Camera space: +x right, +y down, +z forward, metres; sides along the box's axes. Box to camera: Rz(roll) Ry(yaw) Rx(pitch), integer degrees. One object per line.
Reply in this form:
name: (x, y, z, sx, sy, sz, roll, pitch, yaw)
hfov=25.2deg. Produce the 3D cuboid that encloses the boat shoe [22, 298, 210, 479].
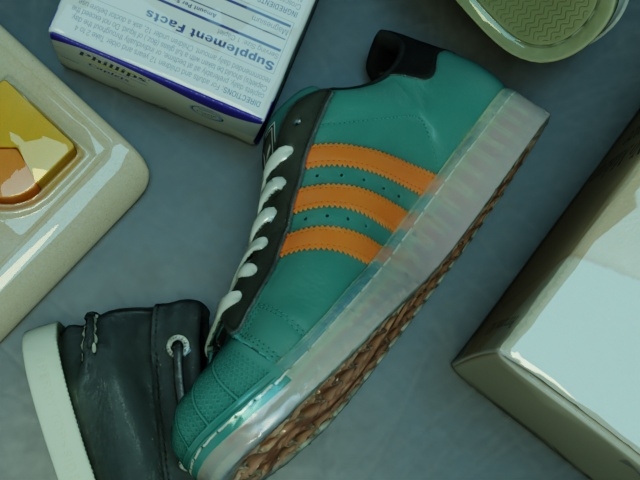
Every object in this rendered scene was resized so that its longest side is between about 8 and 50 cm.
boat shoe: (-0.045, 0.185, 0.728, 0.113, 0.127, 0.340, -21, 73, -4)

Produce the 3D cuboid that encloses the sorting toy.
sorting toy: (-0.229, -0.040, 0.782, 0.208, 0.038, 0.193, 43, 80, 1)

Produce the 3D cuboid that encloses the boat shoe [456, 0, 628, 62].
boat shoe: (0.063, -0.233, 0.805, 0.113, 0.103, 0.302, -33, 91, 24)

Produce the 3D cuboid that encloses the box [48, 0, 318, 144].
box: (-0.065, -0.142, 0.796, 0.126, 0.072, 0.137, 23, 80, -3)

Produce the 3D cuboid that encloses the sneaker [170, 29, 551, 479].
sneaker: (0.000, 0.000, 0.742, 0.121, 0.108, 0.302, 35, 52, 9)

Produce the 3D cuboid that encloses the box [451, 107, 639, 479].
box: (0.217, -0.021, 0.774, 0.121, 0.148, 0.311, 38, 79, 1)
